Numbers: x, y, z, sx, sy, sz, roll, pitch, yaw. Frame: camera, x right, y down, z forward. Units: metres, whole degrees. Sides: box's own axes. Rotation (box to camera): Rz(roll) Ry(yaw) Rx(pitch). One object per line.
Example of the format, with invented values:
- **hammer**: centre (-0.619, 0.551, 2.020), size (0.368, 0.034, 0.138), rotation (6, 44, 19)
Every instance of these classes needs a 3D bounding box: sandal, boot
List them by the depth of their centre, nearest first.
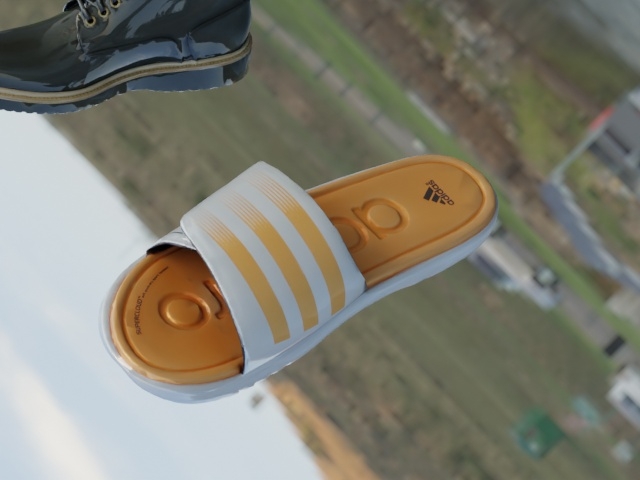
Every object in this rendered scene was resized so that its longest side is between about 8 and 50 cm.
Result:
- **sandal**: centre (-0.006, -0.007, 1.038), size (0.102, 0.265, 0.076), rotation (44, 143, 26)
- **boot**: centre (-0.134, -0.159, 1.198), size (0.077, 0.198, 0.137), rotation (53, 146, 41)
